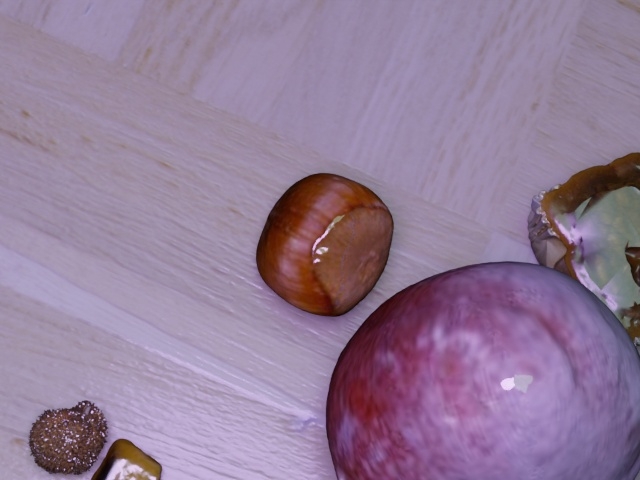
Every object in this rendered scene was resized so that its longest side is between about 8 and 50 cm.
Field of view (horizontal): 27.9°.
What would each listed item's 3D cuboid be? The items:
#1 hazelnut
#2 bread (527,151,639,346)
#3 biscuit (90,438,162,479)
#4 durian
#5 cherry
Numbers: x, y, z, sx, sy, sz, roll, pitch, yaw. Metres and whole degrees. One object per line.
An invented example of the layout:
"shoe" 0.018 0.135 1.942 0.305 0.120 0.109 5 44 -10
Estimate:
"hazelnut" 0.000 0.000 1.380 0.150 0.150 0.150 1 74 -5
"bread" 0.345 0.012 1.418 0.192 0.110 0.210 -21 77 -9
"biscuit" -0.186 0.322 1.323 0.183 0.039 0.174 35 72 5
"durian" -0.258 0.200 1.326 0.080 0.080 0.091 30 117 4
"cherry" 0.179 0.163 1.264 0.326 0.335 0.291 12 55 -26
